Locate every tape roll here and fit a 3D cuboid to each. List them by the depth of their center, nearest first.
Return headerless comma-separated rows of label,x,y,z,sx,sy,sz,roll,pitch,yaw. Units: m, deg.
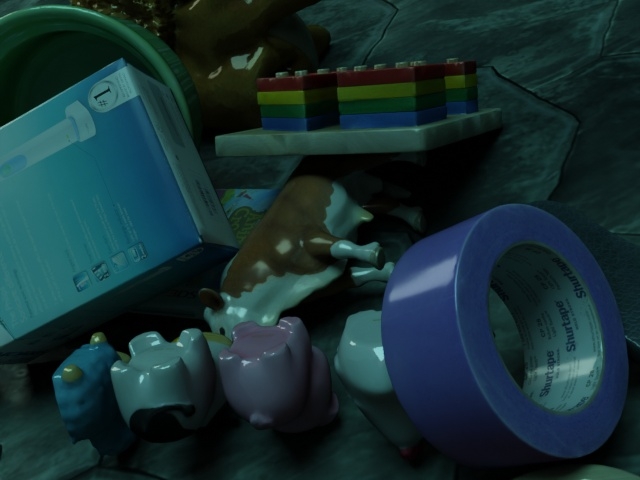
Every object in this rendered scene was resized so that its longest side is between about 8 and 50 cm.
tape roll,0.142,0.073,0.659,0.080,0.189,0.189,-26,23,49

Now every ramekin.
ramekin,-0.293,-0.141,1.092,0.303,0.303,0.148,-15,16,9

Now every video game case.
video game case,-0.137,0.010,1.049,0.193,0.023,0.212,2,42,30

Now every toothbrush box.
toothbrush box,-0.269,-0.021,0.940,0.295,0.126,0.216,-28,78,9

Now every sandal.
sandal,0.256,0.039,0.789,0.097,0.054,0.254,-16,31,-9

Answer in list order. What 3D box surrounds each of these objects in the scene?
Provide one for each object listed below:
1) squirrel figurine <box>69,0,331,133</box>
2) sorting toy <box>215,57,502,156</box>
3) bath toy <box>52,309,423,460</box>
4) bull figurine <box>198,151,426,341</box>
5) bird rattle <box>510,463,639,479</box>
squirrel figurine,-0.176,-0.342,1.229,0.397,0.370,0.281,-15,36,9
sorting toy,0.049,-0.159,1.018,0.255,0.089,0.257,2,13,29
bath toy,-0.051,0.131,0.761,0.348,0.129,0.151,-7,19,20
bull figurine,0.000,0.000,0.926,0.188,0.101,0.310,0,42,23
bird rattle,0.151,0.227,0.572,0.207,0.143,0.253,-27,21,-27
